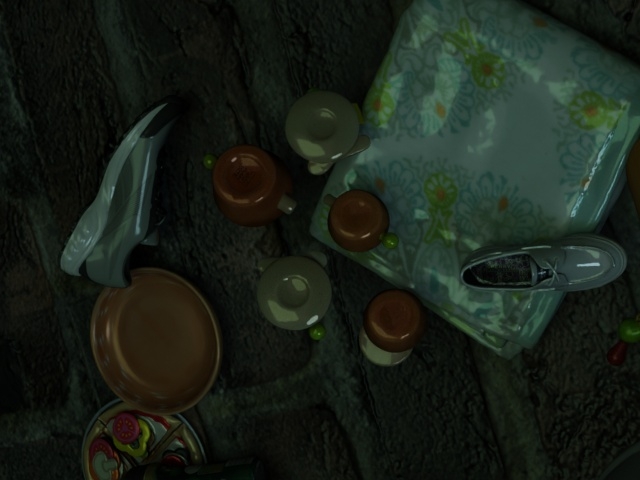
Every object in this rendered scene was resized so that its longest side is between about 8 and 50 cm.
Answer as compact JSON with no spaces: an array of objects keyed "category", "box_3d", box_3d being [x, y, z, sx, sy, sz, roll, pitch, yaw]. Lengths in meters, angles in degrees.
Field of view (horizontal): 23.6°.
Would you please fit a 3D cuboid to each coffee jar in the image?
[{"category":"coffee jar","box_3d":[-0.163,0.335,1.988,0.184,0.079,0.096,-5,101,11]}]

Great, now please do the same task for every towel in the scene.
[{"category":"towel","box_3d":[0.185,-0.089,1.769,0.321,0.090,0.374,31,110,17]}]

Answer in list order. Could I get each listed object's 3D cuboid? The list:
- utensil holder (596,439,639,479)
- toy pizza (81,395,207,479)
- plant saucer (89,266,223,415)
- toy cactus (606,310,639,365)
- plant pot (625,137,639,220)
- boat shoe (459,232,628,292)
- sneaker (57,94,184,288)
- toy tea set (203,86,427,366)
[{"category":"utensil holder","box_3d":[0.377,0.397,1.596,0.328,0.385,0.327,5,101,25]},{"category":"toy pizza","box_3d":[-0.243,0.309,2.070,0.201,0.032,0.201,5,101,24]},{"category":"plant saucer","box_3d":[-0.212,0.130,2.023,0.200,0.037,0.200,4,100,26]},{"category":"toy cactus","box_3d":[0.436,0.100,1.685,0.219,0.112,0.180,19,97,30]},{"category":"plant pot","box_3d":[0.417,-0.034,1.600,0.205,0.205,0.188,-45,45,25]},{"category":"boat shoe","box_3d":[0.242,0.029,1.683,0.184,0.063,0.066,2,105,21]},{"category":"sneaker","box_3d":[-0.235,-0.063,1.970,0.108,0.100,0.271,27,102,-2]},{"category":"toy tea set","box_3d":[0.000,0.000,1.790,0.200,0.124,0.336,-22,80,1]}]
